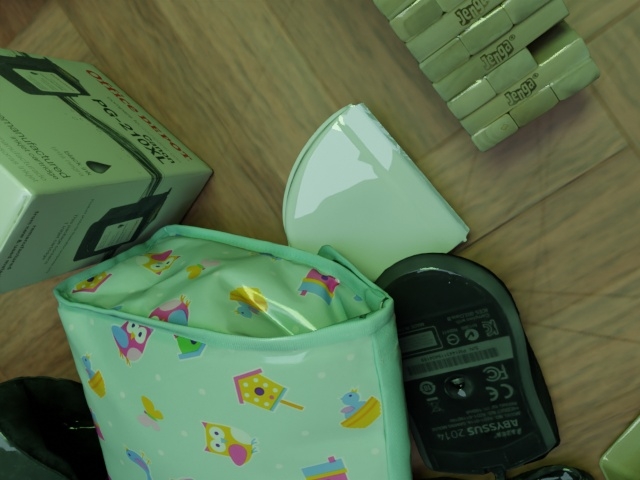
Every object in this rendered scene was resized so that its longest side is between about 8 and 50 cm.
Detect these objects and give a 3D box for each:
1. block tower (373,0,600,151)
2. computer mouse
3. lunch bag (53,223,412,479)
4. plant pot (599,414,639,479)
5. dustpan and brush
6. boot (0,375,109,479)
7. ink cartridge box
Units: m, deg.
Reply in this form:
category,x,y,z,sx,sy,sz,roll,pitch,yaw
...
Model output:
category,x,y,z,sx,sy,sz,roll,pitch,yaw
block tower,0.049,-0.195,0.354,0.097,0.091,0.335,-34,126,21
computer mouse,0.115,0.123,0.513,0.189,0.072,0.272,-12,110,19
lunch bag,-0.049,0.119,0.484,0.262,0.160,0.223,6,116,29
plant pot,0.290,0.179,0.447,0.096,0.109,0.109,30,110,-3
dustpan and brush,0.000,0.000,0.534,0.211,0.060,0.147,-39,98,15
boot,-0.406,0.282,0.603,0.445,0.367,0.146,-38,44,25
ink cartridge box,-0.222,-0.066,0.493,0.172,0.237,0.100,41,108,7
